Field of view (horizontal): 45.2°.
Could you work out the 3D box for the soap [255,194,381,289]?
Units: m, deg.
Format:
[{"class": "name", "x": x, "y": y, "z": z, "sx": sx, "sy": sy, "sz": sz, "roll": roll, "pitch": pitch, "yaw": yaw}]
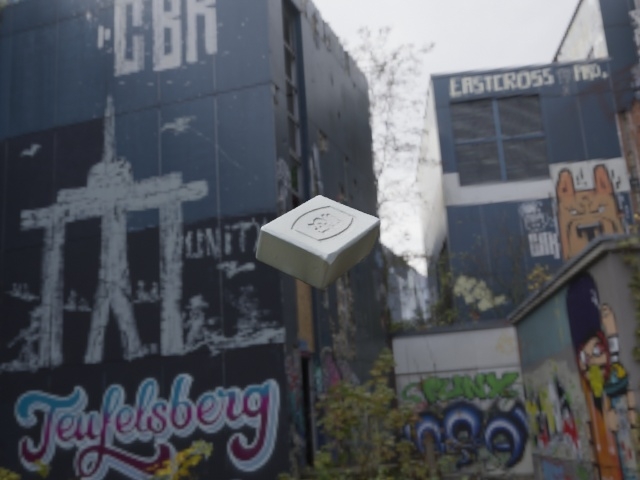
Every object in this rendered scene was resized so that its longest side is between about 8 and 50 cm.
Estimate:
[{"class": "soap", "x": 0.000, "y": 0.000, "z": 1.159, "sx": 0.121, "sy": 0.064, "sz": 0.183, "roll": 24, "pitch": 29, "yaw": 20}]
